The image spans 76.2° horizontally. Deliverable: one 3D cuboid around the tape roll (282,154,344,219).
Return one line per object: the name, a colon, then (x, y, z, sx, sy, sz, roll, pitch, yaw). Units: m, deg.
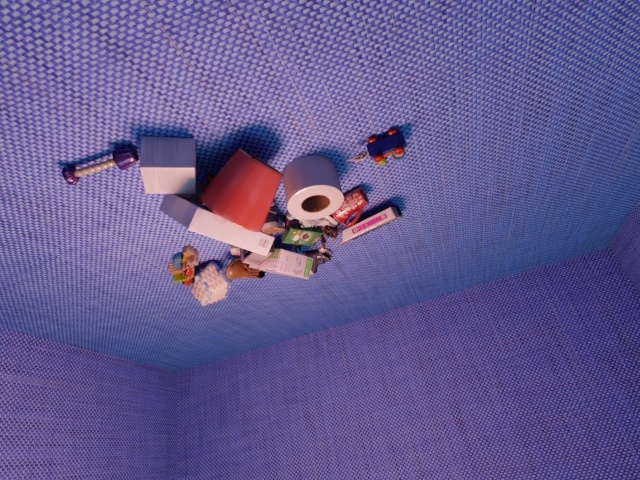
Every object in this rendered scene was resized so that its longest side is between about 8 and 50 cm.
tape roll: (-0.035, -0.224, 1.757, 0.246, 0.169, 0.246, -8, 150, -5)

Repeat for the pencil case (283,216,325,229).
pencil case: (-0.078, -0.084, 2.059, 0.209, 0.095, 0.098, -4, 130, -16)

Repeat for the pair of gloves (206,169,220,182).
pair of gloves: (-0.431, -0.264, 1.702, 0.083, 0.010, 0.074, -14, 149, -2)

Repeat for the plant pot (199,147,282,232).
plant pot: (-0.288, -0.202, 1.578, 0.275, 0.275, 0.243, 25, 101, -46)

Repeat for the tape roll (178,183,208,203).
tape roll: (-0.524, -0.155, 1.795, 0.219, 0.072, 0.219, -8, 150, -5)

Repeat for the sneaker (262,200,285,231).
sneaker: (-0.240, -0.115, 1.951, 0.099, 0.153, 0.282, -15, 177, 2)

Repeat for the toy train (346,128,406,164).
toy train: (0.236, -0.358, 1.708, 0.248, 0.105, 0.143, -20, 163, 13)

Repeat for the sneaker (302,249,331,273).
sneaker: (-0.004, 0.131, 2.457, 0.163, 0.086, 0.226, -13, 149, 7)

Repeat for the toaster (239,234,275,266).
toaster: (-0.328, 0.026, 2.085, 0.110, 0.168, 0.185, 18, 138, -37)

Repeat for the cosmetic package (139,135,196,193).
cosmetic package: (-0.553, -0.274, 1.498, 0.183, 0.151, 0.151, -2, 149, -16)

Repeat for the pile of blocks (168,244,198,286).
pile of blocks: (-0.748, 0.164, 2.218, 0.149, 0.113, 0.362, 1, 148, -21)

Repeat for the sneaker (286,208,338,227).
sneaker: (-0.043, -0.115, 1.974, 0.283, 0.110, 0.122, 22, 111, -31)

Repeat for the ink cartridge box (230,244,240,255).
ink cartridge box: (-0.456, 0.060, 2.229, 0.062, 0.029, 0.115, -8, 150, -8)

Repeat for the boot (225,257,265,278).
boot: (-0.406, 0.166, 2.257, 0.115, 0.112, 0.305, 17, -175, 22)

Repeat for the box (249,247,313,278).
box: (-0.217, 0.124, 2.218, 0.231, 0.127, 0.262, 20, 169, -41)

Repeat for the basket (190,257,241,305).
basket: (-0.577, 0.222, 2.322, 0.289, 0.201, 0.255, -25, 160, -39)

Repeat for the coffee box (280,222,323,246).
coffee box: (-0.092, -0.026, 2.021, 0.184, 0.040, 0.113, 7, 137, -30)

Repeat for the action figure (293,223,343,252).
action figure: (0.000, 0.000, 2.176, 0.275, 0.141, 0.164, -18, 170, 13)

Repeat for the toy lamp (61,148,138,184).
toy lamp: (-0.798, -0.272, 1.487, 0.274, 0.080, 0.080, -17, 150, 7)

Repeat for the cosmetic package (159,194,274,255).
cosmetic package: (-0.415, -0.067, 1.651, 0.377, 0.284, 0.097, 24, 93, -45)

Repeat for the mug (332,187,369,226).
mug: (0.151, -0.159, 1.971, 0.169, 0.150, 0.113, -32, 179, 23)

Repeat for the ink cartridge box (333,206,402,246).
ink cartridge box: (0.243, -0.071, 2.160, 0.371, 0.069, 0.175, -29, 173, 23)
